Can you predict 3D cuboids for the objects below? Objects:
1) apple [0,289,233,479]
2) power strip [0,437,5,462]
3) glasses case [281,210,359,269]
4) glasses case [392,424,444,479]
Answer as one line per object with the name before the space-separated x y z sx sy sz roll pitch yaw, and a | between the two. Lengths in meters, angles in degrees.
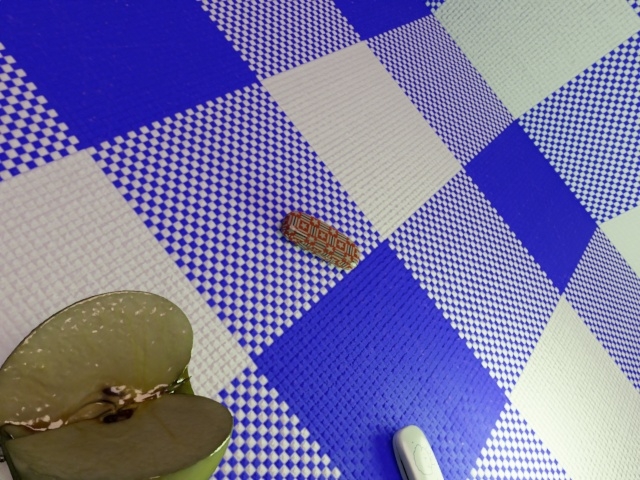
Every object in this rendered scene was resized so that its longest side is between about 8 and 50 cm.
apple | -0.278 0.236 0.741 0.258 0.233 0.295 -16 60 -35
power strip | -0.489 0.274 0.704 0.169 0.028 0.076 15 56 -28
glasses case | 0.000 0.000 1.219 0.195 0.049 0.073 30 49 -20
glasses case | 0.201 0.467 1.098 0.076 0.049 0.197 -6 69 -39
